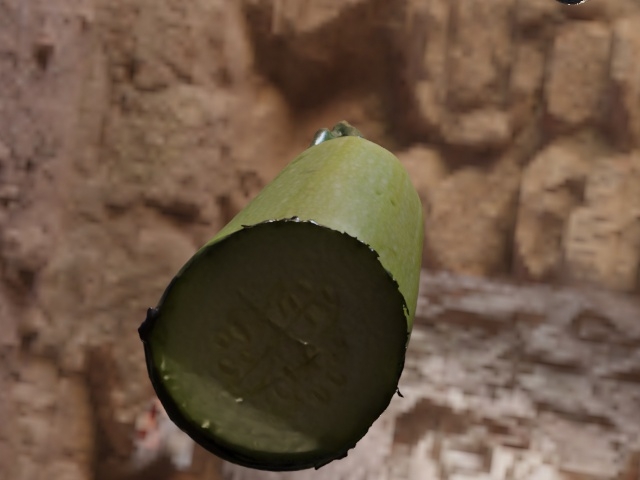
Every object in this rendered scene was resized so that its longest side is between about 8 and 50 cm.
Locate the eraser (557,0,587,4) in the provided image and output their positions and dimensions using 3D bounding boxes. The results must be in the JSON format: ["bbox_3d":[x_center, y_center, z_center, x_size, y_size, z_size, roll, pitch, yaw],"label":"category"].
[{"bbox_3d":[0.226,-0.265,1.359,0.227,0.174,0.081,-22,145,-30],"label":"eraser"}]

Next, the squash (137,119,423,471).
[{"bbox_3d":[0.015,-0.001,1.055,0.287,0.137,0.137,-56,151,-56],"label":"squash"}]
